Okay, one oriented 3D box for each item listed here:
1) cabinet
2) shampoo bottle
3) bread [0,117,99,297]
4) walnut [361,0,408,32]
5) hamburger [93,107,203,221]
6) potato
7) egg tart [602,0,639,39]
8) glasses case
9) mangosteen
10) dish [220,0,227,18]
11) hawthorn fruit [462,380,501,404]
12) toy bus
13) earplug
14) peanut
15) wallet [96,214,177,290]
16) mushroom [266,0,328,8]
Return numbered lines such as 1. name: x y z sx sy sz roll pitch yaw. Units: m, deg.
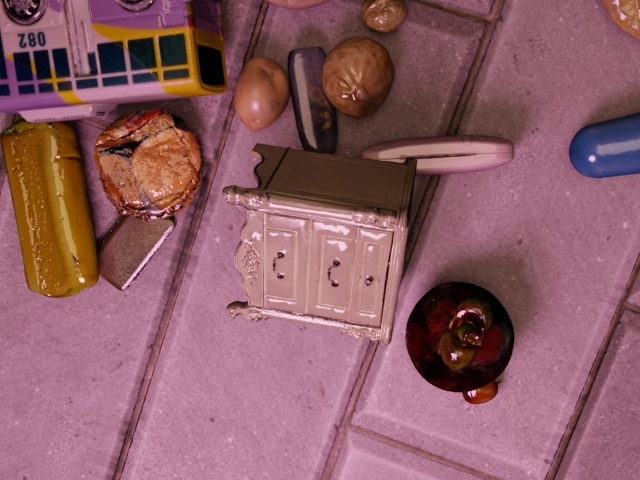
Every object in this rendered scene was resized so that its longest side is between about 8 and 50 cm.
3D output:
1. cabinet: 0.000 0.000 1.233 0.318 0.227 0.289 9 125 7
2. shampoo bottle: -0.013 -0.268 1.333 0.087 0.049 0.233 -10 96 -22
3. bread: -0.555 -0.071 1.383 0.166 0.112 0.383 -8 94 17
4. walnut: 0.125 -0.447 1.290 0.092 0.092 0.092 1 97 6
5. hamburger: -0.346 -0.153 1.350 0.231 0.107 0.230 1 86 -9
6. potato: -0.122 -0.294 1.321 0.112 0.112 0.147 7 90 5
7. egg tart: 0.694 -0.537 1.186 0.388 0.169 0.387 0 100 2
8. glasses case: 0.226 -0.167 1.295 0.297 0.113 0.075 -3 99 6
9. mangosteen: 0.268 0.194 1.283 0.216 0.216 0.216 1 97 6
10. dish: -0.291 -0.480 1.329 0.224 0.078 0.246 -13 95 6
11. hawthorn fruit: 0.327 0.303 1.364 0.077 0.077 0.077 1 97 6
12. toy bus: -0.411 -0.355 1.223 0.440 0.209 0.249 -3 101 9
13. earplug: 0.614 -0.186 1.251 0.273 0.132 0.132 -10 96 10
14. peanut: 0.073 -0.322 1.295 0.140 0.109 0.159 41 74 -29
15. wallet: -0.405 0.004 1.420 0.110 0.031 0.198 39 98 0
16. mushroom: -0.046 -0.577 1.185 0.298 0.290 0.297 1 96 6
